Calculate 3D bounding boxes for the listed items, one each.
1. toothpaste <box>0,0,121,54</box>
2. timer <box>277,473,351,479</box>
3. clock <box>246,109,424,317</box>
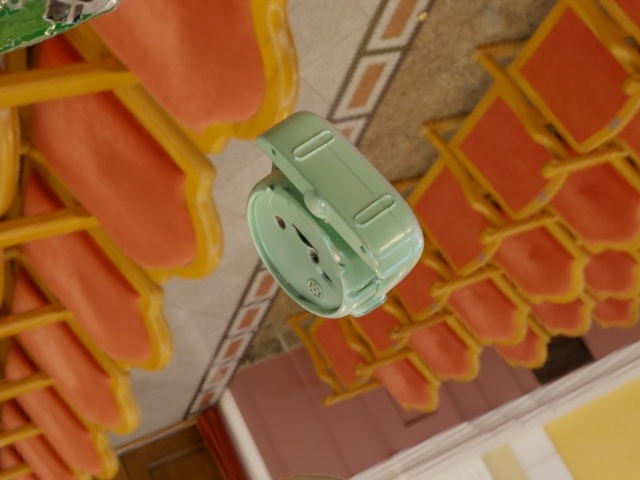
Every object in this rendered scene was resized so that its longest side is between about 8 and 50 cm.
[{"bbox_3d":[-0.154,-0.078,0.300,0.248,0.047,0.078,-29,148,-36],"label":"toothpaste"},{"bbox_3d":[0.032,0.289,0.568,0.237,0.262,0.087,-66,155,-17],"label":"timer"},{"bbox_3d":[0.000,0.000,0.774,0.066,0.159,0.211,-34,162,-27],"label":"clock"}]
